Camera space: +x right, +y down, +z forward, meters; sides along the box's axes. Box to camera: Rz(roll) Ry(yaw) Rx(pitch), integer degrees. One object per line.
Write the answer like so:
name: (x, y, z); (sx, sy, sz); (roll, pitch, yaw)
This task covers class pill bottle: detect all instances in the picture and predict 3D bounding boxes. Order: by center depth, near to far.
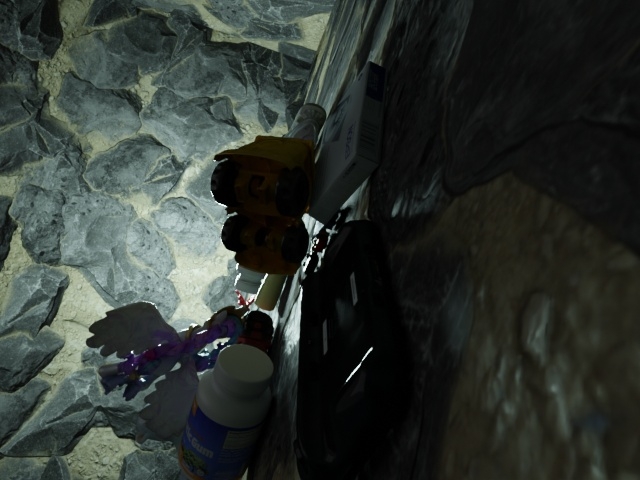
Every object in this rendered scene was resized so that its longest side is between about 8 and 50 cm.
pill bottle: (-0.187, 0.351, 0.984); (0.152, 0.153, 0.271); (-96, 23, -66)
pill bottle: (-0.256, 0.086, 1.897); (0.131, 0.131, 0.229); (-127, 54, -78)

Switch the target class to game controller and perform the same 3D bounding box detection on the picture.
game controller: (0.025, 0.098, 0.523); (0.166, 0.067, 0.319); (-53, 17, 23)

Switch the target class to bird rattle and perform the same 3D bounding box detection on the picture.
bird rattle: (-0.322, 0.342, 2.019); (0.253, 0.143, 0.206); (-52, 31, 31)

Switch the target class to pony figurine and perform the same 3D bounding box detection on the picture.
pony figurine: (-0.374, 0.275, 1.163); (0.364, 0.302, 0.351); (-28, 2, 37)

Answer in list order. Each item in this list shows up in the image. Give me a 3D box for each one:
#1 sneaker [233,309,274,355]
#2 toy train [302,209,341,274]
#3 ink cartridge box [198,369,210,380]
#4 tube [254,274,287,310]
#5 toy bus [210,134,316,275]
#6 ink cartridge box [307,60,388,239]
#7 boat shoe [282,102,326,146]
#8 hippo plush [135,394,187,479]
sneaker: (-0.187, 0.314, 1.215); (0.276, 0.098, 0.135); (-80, 12, -46)
toy train: (0.000, 0.000, 0.884); (0.036, 0.027, 0.158); (-93, 21, -57)
ink cartridge box: (-0.391, 0.541, 1.603); (0.114, 0.199, 0.272); (53, 147, 23)
tube: (-0.107, 0.075, 1.310); (0.070, 0.062, 0.240); (32, 105, 35)
toy bus: (-0.072, -0.079, 0.858); (0.211, 0.150, 0.220); (-53, -34, -52)
ink cartridge box: (0.032, -0.146, 0.806); (0.224, 0.045, 0.223); (-50, 24, 49)
boat shoe: (-0.074, -0.290, 1.556); (0.320, 0.118, 0.103); (-53, 17, 46)
hippo plush: (-0.372, 0.483, 1.336); (0.294, 0.237, 0.234); (-45, 21, 18)
